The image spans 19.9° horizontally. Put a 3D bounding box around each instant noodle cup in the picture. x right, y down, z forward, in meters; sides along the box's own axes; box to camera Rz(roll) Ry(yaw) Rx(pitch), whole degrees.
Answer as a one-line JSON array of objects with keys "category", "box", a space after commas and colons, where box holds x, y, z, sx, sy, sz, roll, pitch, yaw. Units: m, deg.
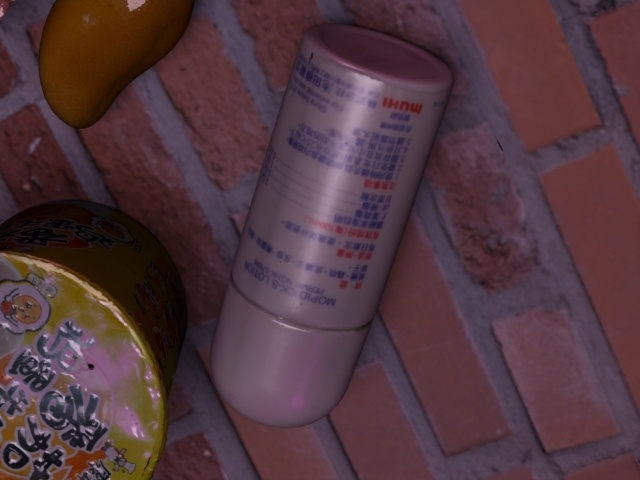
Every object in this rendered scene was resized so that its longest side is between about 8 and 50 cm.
[{"category": "instant noodle cup", "box": [-0.231, 0.094, 1.553, 0.264, 0.200, 0.264, 4, 111, 9]}]

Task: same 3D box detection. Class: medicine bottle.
[{"category": "medicine bottle", "box": [0.000, 0.000, 1.514, 0.130, 0.130, 0.341, 19, 111, 3]}]

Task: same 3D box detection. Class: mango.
[{"category": "mango", "box": [-0.174, -0.175, 1.510, 0.102, 0.085, 0.184, 36, 122, -9]}]

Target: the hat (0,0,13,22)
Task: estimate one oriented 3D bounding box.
[{"category": "hat", "box": [-0.351, -0.303, 1.481, 0.286, 0.107, 0.237, 23, 98, 6]}]
